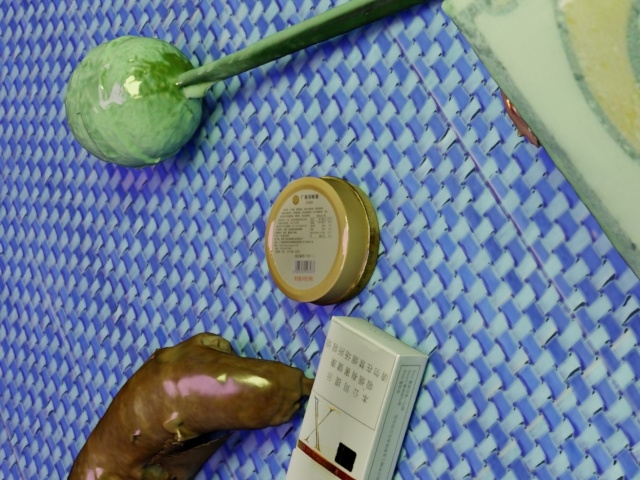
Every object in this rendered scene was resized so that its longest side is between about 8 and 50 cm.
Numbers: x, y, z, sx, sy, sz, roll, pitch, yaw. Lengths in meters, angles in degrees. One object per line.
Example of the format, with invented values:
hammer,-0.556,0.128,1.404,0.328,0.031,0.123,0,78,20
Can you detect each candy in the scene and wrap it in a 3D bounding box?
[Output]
candy,-0.049,-0.154,1.160,0.440,0.119,0.119,-14,76,38

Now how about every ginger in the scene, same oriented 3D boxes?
ginger,-0.140,0.179,1.208,0.309,0.107,0.133,-52,37,26

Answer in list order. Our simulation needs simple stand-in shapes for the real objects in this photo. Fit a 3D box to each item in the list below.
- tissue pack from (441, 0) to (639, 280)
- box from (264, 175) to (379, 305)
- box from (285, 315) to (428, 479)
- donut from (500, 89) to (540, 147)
tissue pack,0.249,-0.134,0.737,0.311,0.128,0.228,-37,90,39
box,0.000,0.000,1.117,0.105,0.037,0.106,-4,84,47
box,0.025,0.145,1.073,0.084,0.040,0.154,27,105,45
donut,0.171,-0.149,0.919,0.166,0.065,0.117,-53,53,29
